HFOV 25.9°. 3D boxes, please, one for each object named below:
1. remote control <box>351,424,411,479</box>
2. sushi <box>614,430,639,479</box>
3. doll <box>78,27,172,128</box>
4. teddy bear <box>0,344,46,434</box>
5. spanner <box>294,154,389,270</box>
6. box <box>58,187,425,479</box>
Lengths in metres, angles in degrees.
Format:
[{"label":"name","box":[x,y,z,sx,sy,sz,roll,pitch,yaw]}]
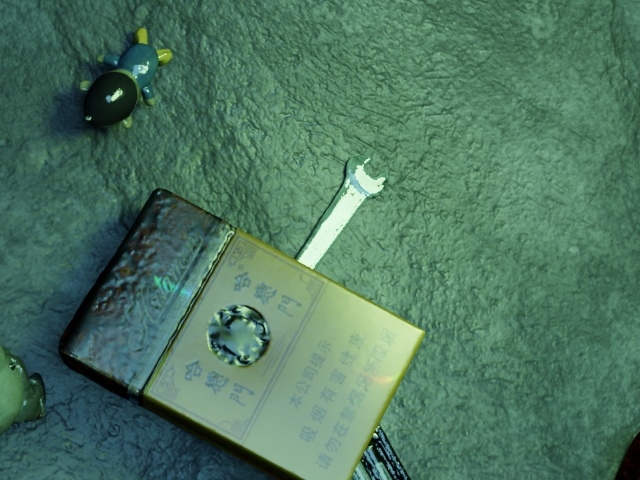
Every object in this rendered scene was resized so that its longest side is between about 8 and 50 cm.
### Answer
[{"label":"remote control","box":[0.119,0.435,1.913,0.144,0.062,0.399,-30,89,-18]},{"label":"sushi","box":[0.485,0.386,1.995,0.126,0.136,0.225,25,79,-2]},{"label":"doll","box":[-0.272,-0.214,1.910,0.102,0.089,0.179,41,48,-6]},{"label":"teddy bear","box":[-0.452,0.193,1.722,0.171,0.251,0.144,12,117,8]},{"label":"spanner","box":[0.000,0.000,1.981,0.071,0.017,0.302,38,72,-6]},{"label":"box","box":[-0.106,0.141,1.846,0.415,0.116,0.264,30,74,-1]}]
